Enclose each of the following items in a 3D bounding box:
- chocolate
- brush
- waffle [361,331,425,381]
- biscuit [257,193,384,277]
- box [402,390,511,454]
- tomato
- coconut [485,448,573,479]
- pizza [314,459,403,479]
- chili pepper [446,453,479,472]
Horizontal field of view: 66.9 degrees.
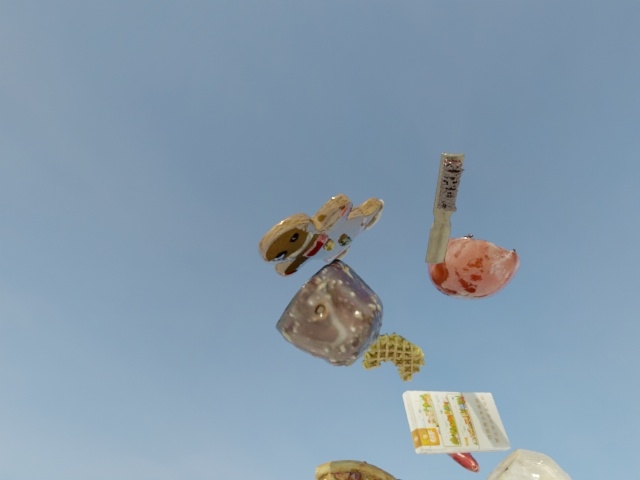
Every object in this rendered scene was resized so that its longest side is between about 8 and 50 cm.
[{"bbox_3d":[0.048,0.192,1.195,0.210,0.340,0.225,38,-83,10],"label":"chocolate"},{"bbox_3d":[0.226,-0.046,0.893,0.043,0.036,0.247,5,-51,6],"label":"brush"},{"bbox_3d":[0.226,0.362,1.491,0.194,0.051,0.149,33,-77,-21],"label":"waffle"},{"bbox_3d":[0.001,0.001,1.241,0.064,0.432,0.283,49,-66,18],"label":"biscuit"},{"bbox_3d":[0.282,0.376,1.005,0.221,0.122,0.032,9,-41,-23],"label":"box"},{"bbox_3d":[0.339,0.080,1.091,0.199,0.112,0.228,11,-18,13],"label":"tomato"},{"bbox_3d":[0.363,0.448,0.809,0.162,0.161,0.161,42,-56,22],"label":"coconut"},{"bbox_3d":[0.127,0.738,1.341,0.336,0.226,0.086,24,-40,3],"label":"pizza"},{"bbox_3d":[0.369,0.571,1.329,0.071,0.272,0.063,16,-98,0],"label":"chili pepper"}]
